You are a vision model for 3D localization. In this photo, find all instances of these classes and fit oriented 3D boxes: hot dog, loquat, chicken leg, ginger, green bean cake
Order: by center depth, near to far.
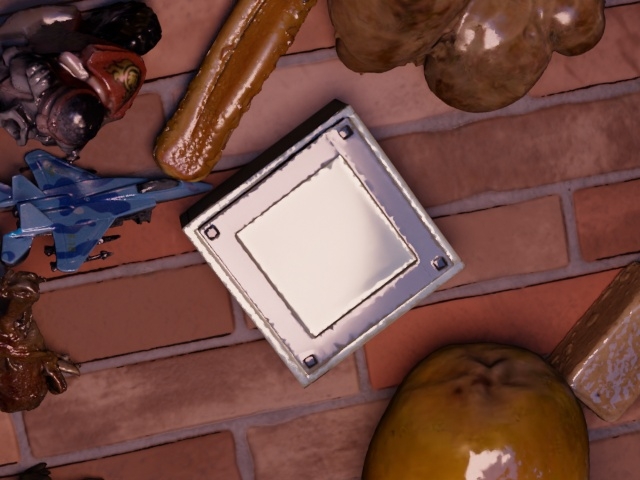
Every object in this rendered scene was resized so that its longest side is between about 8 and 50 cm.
[{"bbox_3d":[0.149,-0.245,1.635,0.304,0.155,0.244,19,131,-22],"label":"ginger"},{"bbox_3d":[-0.335,0.106,1.660,0.125,0.080,0.196,0,129,14],"label":"chicken leg"},{"bbox_3d":[0.168,0.259,1.661,0.276,0.276,0.284,-4,117,-6],"label":"loquat"},{"bbox_3d":[-0.087,-0.192,1.674,0.083,0.068,0.289,34,96,12],"label":"hot dog"},{"bbox_3d":[0.347,0.114,1.743,0.085,0.109,0.179,40,92,-9],"label":"green bean cake"}]

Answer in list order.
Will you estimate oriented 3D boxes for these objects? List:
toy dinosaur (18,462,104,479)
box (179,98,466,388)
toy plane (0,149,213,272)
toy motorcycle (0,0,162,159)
[{"bbox_3d":[-0.281,0.304,1.664,0.187,0.179,0.087,-3,96,-12],"label":"toy dinosaur"},{"bbox_3d":[0.000,0.000,1.684,0.225,0.117,0.225,-37,100,0],"label":"box"},{"bbox_3d":[-0.238,-0.038,1.670,0.246,0.169,0.078,-5,144,-27],"label":"toy plane"},{"bbox_3d":[-0.349,-0.132,1.591,0.401,0.207,0.134,-18,129,-2],"label":"toy motorcycle"}]
